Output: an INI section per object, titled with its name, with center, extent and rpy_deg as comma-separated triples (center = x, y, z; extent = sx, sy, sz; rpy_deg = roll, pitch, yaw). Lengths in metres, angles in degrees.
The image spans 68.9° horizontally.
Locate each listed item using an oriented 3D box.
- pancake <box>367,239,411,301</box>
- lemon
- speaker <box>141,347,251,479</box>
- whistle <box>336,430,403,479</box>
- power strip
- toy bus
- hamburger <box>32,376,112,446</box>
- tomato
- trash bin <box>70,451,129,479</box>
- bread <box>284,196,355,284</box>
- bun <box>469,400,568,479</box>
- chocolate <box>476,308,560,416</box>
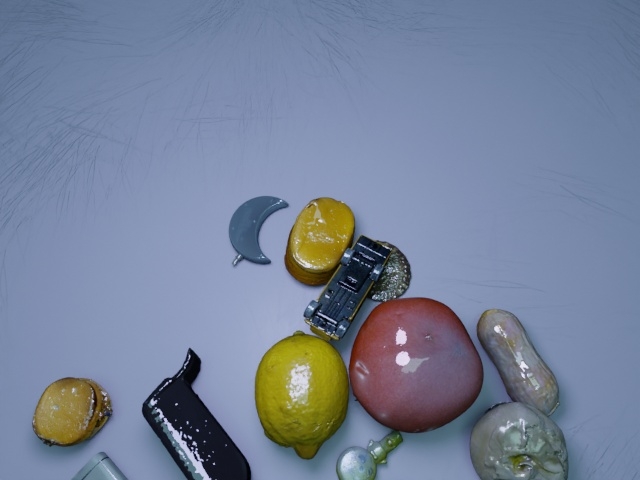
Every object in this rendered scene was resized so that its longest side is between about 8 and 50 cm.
[pancake]
center = 0.182, 0.093, 1.428
extent = 0.200, 0.021, 0.199
rpy_deg = -1, 68, 2
[lemon]
center = -0.048, 0.389, 1.201
extent = 0.246, 0.245, 0.319
rpy_deg = -3, 64, 1
[speaker]
center = -0.292, 0.494, 1.208
extent = 0.184, 0.180, 0.388
rpy_deg = -38, 71, -17
[whistle]
center = 0.131, 0.570, 1.228
extent = 0.198, 0.057, 0.104
rpy_deg = -31, 65, -18
[power strip]
center = -0.208, -0.030, 1.476
extent = 0.168, 0.054, 0.253
rpy_deg = 14, 69, 10
[toy bus]
center = 0.079, 0.135, 1.301
extent = 0.121, 0.123, 0.335
rpy_deg = 28, 56, 13
[hamburger]
center = -0.673, 0.468, 1.261
extent = 0.182, 0.118, 0.191
rpy_deg = 30, 69, 17
[tomato]
center = 0.236, 0.310, 1.193
extent = 0.342, 0.272, 0.341
rpy_deg = 6, 63, -12
[trash bin]
center = -0.575, 0.643, 1.218
extent = 0.130, 0.059, 0.116
rpy_deg = 39, 75, 14
[bread]
center = 0.000, 0.000, 1.407
extent = 0.196, 0.142, 0.269
rpy_deg = 22, 68, 1
[bun]
center = 0.491, 0.530, 1.152
extent = 0.239, 0.141, 0.238
rpy_deg = 1, 95, 17
[chocolate]
center = 0.533, 0.326, 1.262
extent = 0.134, 0.134, 0.309
rpy_deg = -22, 70, -6
